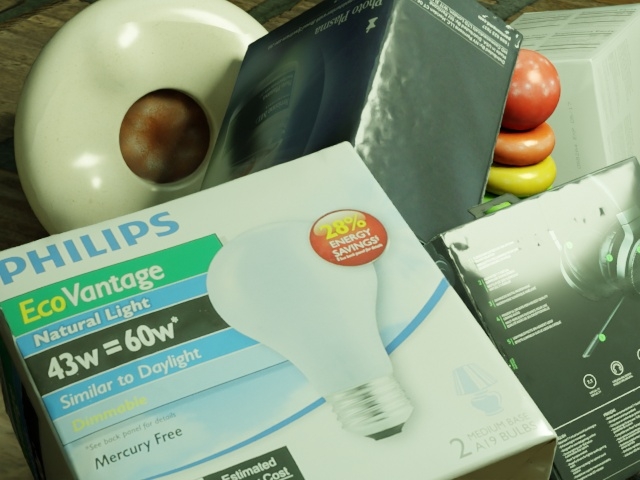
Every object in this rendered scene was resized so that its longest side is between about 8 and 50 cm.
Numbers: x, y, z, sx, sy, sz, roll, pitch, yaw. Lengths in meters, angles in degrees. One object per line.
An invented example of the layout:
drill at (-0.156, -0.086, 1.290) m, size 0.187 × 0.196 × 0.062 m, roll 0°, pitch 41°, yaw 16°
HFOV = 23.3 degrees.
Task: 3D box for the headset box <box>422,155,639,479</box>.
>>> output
headset box at (0.224, 0.083, 1.432) m, size 0.246 × 0.131 × 0.283 m, roll -22°, pitch 82°, yaw -30°

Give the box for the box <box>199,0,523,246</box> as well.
box at (0.029, -0.098, 1.638) m, size 0.182 × 0.296 × 0.294 m, roll 30°, pitch 59°, yaw -27°

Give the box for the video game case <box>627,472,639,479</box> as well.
video game case at (0.302, 0.272, 1.476) m, size 0.166 × 0.015 × 0.119 m, roll -17°, pitch 34°, yaw -33°

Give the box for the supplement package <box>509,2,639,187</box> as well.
supplement package at (0.331, -0.185, 2.098) m, size 0.198 × 0.199 × 0.262 m, roll 0°, pitch 23°, yaw 30°

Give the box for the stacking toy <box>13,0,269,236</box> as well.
stacking toy at (-0.247, -0.152, 1.999) m, size 0.350 × 0.351 × 0.480 m, roll -7°, pitch 12°, yaw -18°

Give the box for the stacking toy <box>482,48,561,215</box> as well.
stacking toy at (0.217, -0.057, 1.749) m, size 0.141 × 0.330 × 0.141 m, roll 3°, pitch 28°, yaw -2°

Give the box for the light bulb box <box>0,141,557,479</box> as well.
light bulb box at (-0.055, 0.151, 1.298) m, size 0.358 × 0.225 × 0.361 m, roll -19°, pitch 51°, yaw -19°
